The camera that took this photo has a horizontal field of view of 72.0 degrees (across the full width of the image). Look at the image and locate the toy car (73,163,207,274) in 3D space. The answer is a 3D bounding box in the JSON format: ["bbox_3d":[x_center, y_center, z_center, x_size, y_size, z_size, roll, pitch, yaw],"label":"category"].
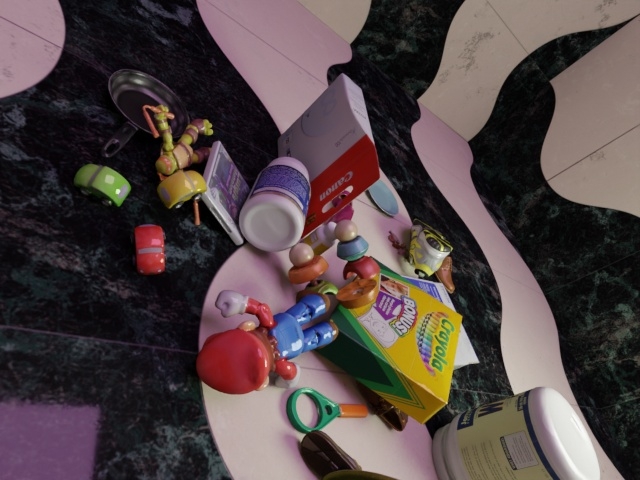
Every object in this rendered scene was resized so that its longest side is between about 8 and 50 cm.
[{"bbox_3d":[-0.355,-0.080,0.836,0.224,0.053,0.239,28,64,-13],"label":"toy car"}]

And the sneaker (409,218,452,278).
[{"bbox_3d":[0.380,0.022,1.640,0.145,0.147,0.384,30,15,5],"label":"sneaker"}]

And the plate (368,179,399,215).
[{"bbox_3d":[0.239,-0.172,1.731,0.188,0.024,0.188,31,40,-30],"label":"plate"}]

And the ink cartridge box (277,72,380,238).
[{"bbox_3d":[0.005,-0.240,1.245,0.091,0.308,0.385,27,42,-34],"label":"ink cartridge box"}]

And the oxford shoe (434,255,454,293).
[{"bbox_3d":[0.489,0.105,1.738,0.076,0.076,0.213,17,49,-45],"label":"oxford shoe"}]

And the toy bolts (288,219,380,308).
[{"bbox_3d":[0.053,0.048,1.068,0.228,0.218,0.159,-35,110,-41],"label":"toy bolts"}]

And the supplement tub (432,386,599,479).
[{"bbox_3d":[0.470,0.524,1.095,0.235,0.324,0.236,31,39,-30],"label":"supplement tub"}]

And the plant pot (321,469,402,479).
[{"bbox_3d":[0.080,0.586,0.585,0.366,0.366,0.353,48,46,-8],"label":"plant pot"}]

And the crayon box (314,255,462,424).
[{"bbox_3d":[0.189,0.230,1.133,0.313,0.106,0.363,32,32,7],"label":"crayon box"}]

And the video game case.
[{"bbox_3d":[-0.219,-0.114,1.045,0.191,0.022,0.173,-90,159,-43],"label":"video game case"}]

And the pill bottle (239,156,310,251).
[{"bbox_3d":[-0.104,-0.103,1.116,0.153,0.153,0.265,40,29,-19],"label":"pill bottle"}]

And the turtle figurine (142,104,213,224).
[{"bbox_3d":[-0.310,-0.183,1.002,0.217,0.087,0.270,-63,136,-59],"label":"turtle figurine"}]

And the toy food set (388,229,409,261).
[{"bbox_3d":[0.290,0.018,1.622,0.122,0.019,0.078,50,33,-5],"label":"toy food set"}]

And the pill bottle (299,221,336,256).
[{"bbox_3d":[0.000,0.000,1.191,0.065,0.116,0.065,31,39,-30],"label":"pill bottle"}]

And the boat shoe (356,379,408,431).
[{"bbox_3d":[0.152,0.391,1.066,0.178,0.064,0.060,47,31,-14],"label":"boat shoe"}]

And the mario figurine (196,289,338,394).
[{"bbox_3d":[-0.116,0.196,0.874,0.198,0.170,0.320,45,32,23],"label":"mario figurine"}]

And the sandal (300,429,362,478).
[{"bbox_3d":[0.044,0.464,0.869,0.219,0.090,0.060,49,11,6],"label":"sandal"}]

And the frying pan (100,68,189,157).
[{"bbox_3d":[-0.395,-0.263,1.009,0.197,0.053,0.327,21,46,-40],"label":"frying pan"}]

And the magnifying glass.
[{"bbox_3d":[0.020,0.371,0.961,0.230,0.026,0.092,18,46,-39],"label":"magnifying glass"}]

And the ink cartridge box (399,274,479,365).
[{"bbox_3d":[0.363,0.271,1.440,0.307,0.072,0.304,16,47,-46],"label":"ink cartridge box"}]

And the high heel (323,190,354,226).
[{"bbox_3d":[0.086,-0.121,1.408,0.082,0.117,0.244,48,33,-7],"label":"high heel"}]
